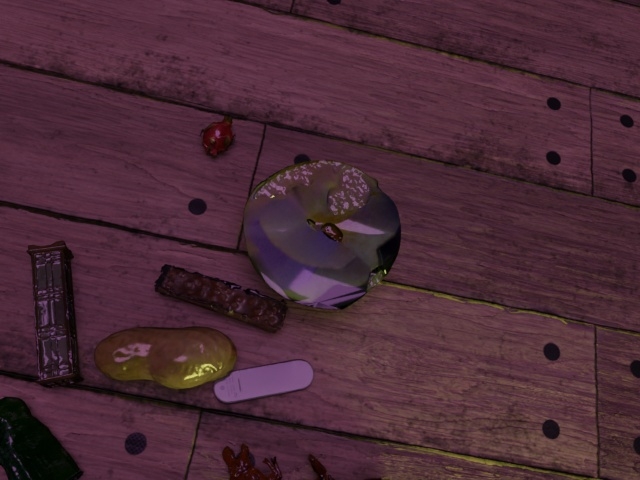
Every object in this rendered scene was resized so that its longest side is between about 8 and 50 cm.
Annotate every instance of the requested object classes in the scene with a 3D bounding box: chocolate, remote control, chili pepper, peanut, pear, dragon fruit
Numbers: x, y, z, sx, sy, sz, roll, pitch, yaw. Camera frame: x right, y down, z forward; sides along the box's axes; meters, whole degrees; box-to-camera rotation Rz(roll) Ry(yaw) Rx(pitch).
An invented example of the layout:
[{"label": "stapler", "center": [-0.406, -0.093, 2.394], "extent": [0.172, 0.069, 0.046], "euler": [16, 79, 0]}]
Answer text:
[{"label": "chocolate", "center": [-0.244, 0.146, 1.457], "extent": [0.329, 0.065, 0.102], "euler": [19, 35, -2]}, {"label": "remote control", "center": [-0.135, 0.338, 1.428], "extent": [0.244, 0.022, 0.077], "euler": [-8, 69, -12]}, {"label": "chili pepper", "center": [-0.638, 0.430, 1.257], "extent": [0.270, 0.099, 0.136], "euler": [44, 44, 11]}, {"label": "peanut", "center": [-0.350, 0.265, 1.352], "extent": [0.318, 0.147, 0.148], "euler": [4, 69, -12]}, {"label": "pear", "center": [-0.003, -0.002, 1.501], "extent": [0.398, 0.165, 0.399], "euler": [3, 69, -9]}, {"label": "dragon fruit", "center": [-0.274, -0.286, 1.611], "extent": [0.086, 0.081, 0.116], "euler": [36, 68, 16]}]

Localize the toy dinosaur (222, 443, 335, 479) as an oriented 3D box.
[{"label": "toy dinosaur", "center": [-0.039, 0.595, 1.306], "extent": [0.208, 0.097, 0.432], "euler": [-39, 76, -5]}]

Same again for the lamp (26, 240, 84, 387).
[{"label": "lamp", "center": [-0.614, 0.169, 1.373], "extent": [0.090, 0.089, 0.326], "euler": [-8, 70, -12]}]

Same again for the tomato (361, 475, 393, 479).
[{"label": "tomato", "center": [0.104, 0.622, 1.290], "extent": [0.085, 0.225, 0.225], "euler": [-5, 64, 30]}]
